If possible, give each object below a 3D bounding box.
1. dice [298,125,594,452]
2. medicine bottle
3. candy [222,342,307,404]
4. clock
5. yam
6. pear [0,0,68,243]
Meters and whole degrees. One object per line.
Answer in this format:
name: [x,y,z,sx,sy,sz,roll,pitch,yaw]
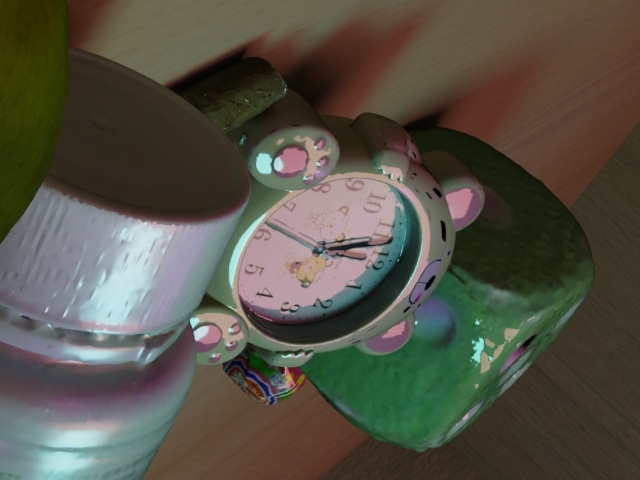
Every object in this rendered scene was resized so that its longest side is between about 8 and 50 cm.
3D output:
dice: [0.144,0.065,1.752,0.318,0.322,0.330,-27,157,-48]
medicine bottle: [-0.205,0.053,0.882,0.256,0.256,0.325,-21,146,-58]
candy: [0.002,0.090,1.950,0.365,0.124,0.124,-49,169,-24]
clock: [0.000,0.000,1.312,0.309,0.114,0.284,11,116,-34]
yam: [-0.092,-0.116,1.133,0.132,0.054,0.054,-34,163,-36]
pear: [-0.229,-0.077,0.473,0.269,0.269,0.321,-45,153,3]
